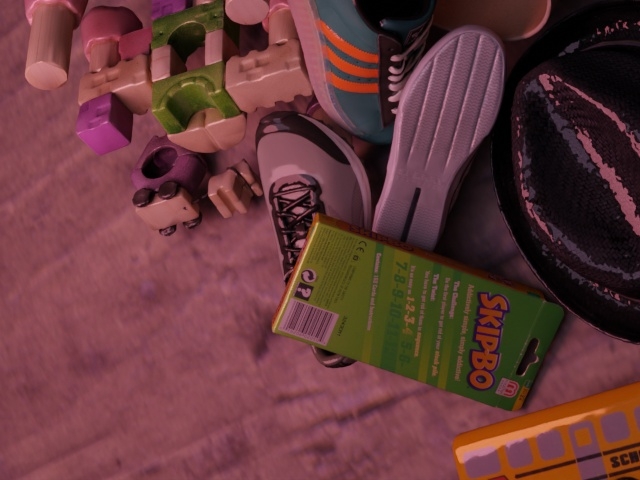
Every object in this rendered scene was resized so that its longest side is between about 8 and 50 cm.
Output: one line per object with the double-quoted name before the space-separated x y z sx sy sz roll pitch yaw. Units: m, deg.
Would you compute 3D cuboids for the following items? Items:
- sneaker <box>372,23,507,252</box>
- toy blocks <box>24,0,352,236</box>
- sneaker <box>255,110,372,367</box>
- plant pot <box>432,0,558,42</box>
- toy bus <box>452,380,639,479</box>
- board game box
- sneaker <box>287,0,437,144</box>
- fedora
"sneaker" 0.109 -0.100 1.861 0.094 0.091 0.258 21 116 -3
"toy blocks" -0.119 -0.220 1.975 0.288 0.309 0.260 -16 50 19
"sneaker" 0.000 0.000 1.896 0.100 0.108 0.271 -11 108 29
"plant pot" 0.139 -0.348 1.783 0.284 0.284 0.191 25 69 28
"toy bus" 0.240 0.218 1.800 0.332 0.108 0.130 -20 81 30
"board game box" 0.095 0.072 1.853 0.259 0.039 0.124 20 110 -7
"sneaker" 0.056 -0.193 1.815 0.121 0.302 0.108 15 59 32
"fedora" 0.273 -0.064 1.748 0.334 0.152 0.334 1 92 31
